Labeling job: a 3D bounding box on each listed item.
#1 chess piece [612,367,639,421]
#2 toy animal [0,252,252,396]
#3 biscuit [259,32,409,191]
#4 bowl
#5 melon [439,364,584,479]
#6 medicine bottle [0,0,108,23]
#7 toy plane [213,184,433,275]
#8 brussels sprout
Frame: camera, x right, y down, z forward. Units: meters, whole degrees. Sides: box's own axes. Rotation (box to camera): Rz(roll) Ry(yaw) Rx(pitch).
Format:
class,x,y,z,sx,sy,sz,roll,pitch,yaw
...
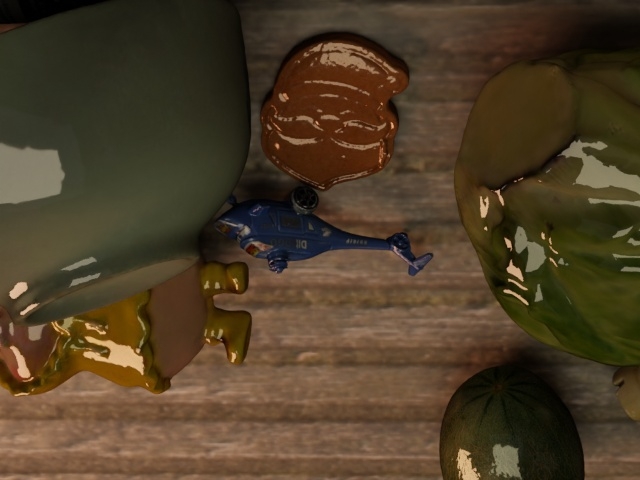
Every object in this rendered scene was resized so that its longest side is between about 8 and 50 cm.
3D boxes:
class,x,y,z,sx,sy,sz,roll,pitch,yaw
chess piece,0.287,0.095,1.358,0.122,0.066,0.066,-32,119,32
toy animal,-0.164,0.042,1.308,0.230,0.156,0.156,7,128,12
biscuit,0.009,-0.090,1.261,0.102,0.019,0.130,15,127,-6
bowl,-0.160,-0.033,1.136,0.289,0.289,0.146,-26,83,22
melon,0.153,0.175,1.392,0.114,0.114,0.167,-9,123,11
medicine bottle,-0.140,-0.196,1.135,0.191,0.107,0.107,-2,127,5
toy plane,0.000,0.000,1.301,0.167,0.062,0.054,7,150,-20
brussels sprout,0.205,-0.024,1.189,0.244,0.244,0.244,2,127,3
